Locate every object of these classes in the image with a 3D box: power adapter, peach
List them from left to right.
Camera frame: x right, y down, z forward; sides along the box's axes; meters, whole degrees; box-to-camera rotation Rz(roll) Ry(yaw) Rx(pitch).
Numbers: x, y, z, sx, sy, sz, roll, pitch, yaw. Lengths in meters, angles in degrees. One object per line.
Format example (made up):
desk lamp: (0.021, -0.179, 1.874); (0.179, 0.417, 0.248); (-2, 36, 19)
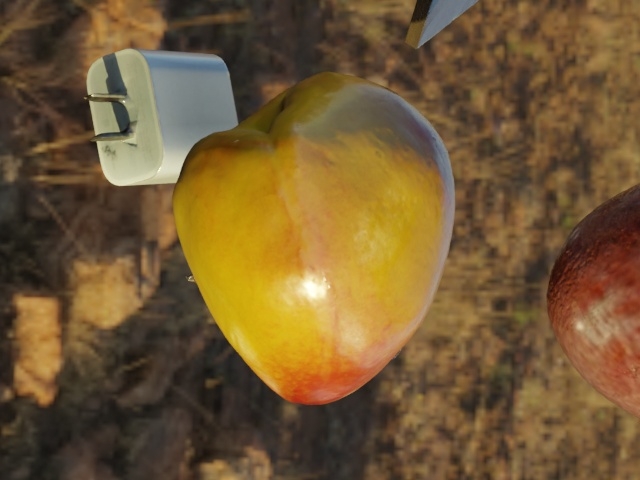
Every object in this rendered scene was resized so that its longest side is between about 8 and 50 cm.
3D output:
power adapter: (-0.239, -0.176, 1.920); (0.255, 0.124, 0.187); (-6, 84, -57)
peach: (0.004, -0.002, 1.363); (0.308, 0.289, 0.289); (62, 29, -17)

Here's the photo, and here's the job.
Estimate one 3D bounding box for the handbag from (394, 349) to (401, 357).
handbag: (0.017, 0.049, 1.682); (0.151, 0.171, 0.298); (73, 18, -44)

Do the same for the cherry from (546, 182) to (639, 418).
cherry: (0.337, 0.049, 1.136); (0.213, 0.285, 0.236); (90, 14, -50)

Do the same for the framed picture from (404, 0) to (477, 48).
framed picture: (0.178, -0.334, 1.730); (0.168, 0.023, 0.128); (-41, 160, -35)

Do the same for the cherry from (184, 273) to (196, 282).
cherry: (-0.075, 0.030, 1.917); (0.107, 0.225, 0.090); (-61, 143, -49)
